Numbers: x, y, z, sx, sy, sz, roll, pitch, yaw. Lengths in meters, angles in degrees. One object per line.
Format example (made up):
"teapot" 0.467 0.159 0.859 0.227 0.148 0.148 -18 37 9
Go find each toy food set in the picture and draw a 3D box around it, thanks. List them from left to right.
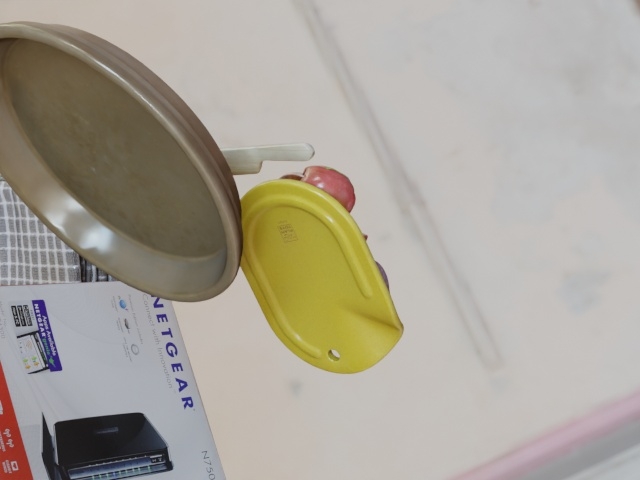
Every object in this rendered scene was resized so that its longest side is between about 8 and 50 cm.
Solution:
"toy food set" 0.000 0.000 1.473 0.128 0.071 0.218 -10 112 37

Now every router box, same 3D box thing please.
"router box" -0.222 0.206 1.676 0.301 0.082 0.335 -2 -110 -55

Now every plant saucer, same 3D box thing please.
"plant saucer" -0.167 -0.065 1.415 0.278 0.041 0.278 28 148 20

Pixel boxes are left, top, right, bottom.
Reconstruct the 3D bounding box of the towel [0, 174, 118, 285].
"towel" -0.297 0.055 2.016 0.235 0.121 0.284 1 101 51
